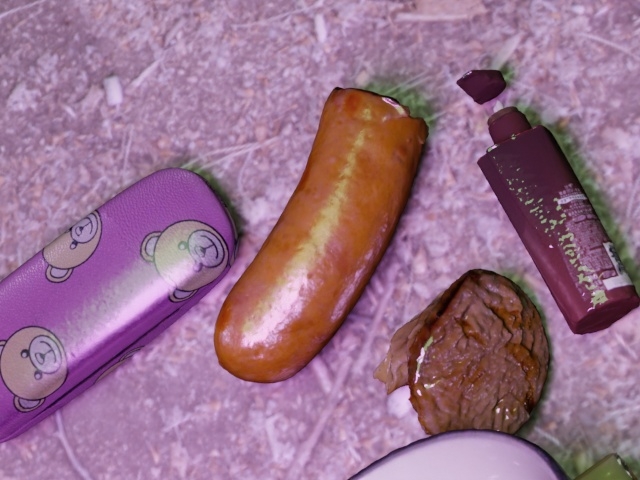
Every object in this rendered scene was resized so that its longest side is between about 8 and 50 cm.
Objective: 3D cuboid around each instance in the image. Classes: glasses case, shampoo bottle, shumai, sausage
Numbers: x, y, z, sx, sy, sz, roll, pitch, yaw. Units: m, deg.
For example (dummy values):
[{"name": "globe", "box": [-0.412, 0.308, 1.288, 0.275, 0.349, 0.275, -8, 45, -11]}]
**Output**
[{"name": "glasses case", "box": [-0.213, 0.059, 1.450, 0.316, 0.076, 0.123, -36, 65, 7]}, {"name": "shampoo bottle", "box": [0.182, -0.038, 1.339, 0.067, 0.068, 0.236, -30, 66, 12]}, {"name": "shumai", "box": [0.120, 0.092, 1.326, 0.123, 0.105, 0.139, 26, 95, -19]}, {"name": "sausage", "box": [0.001, 0.001, 1.379, 0.109, 0.109, 0.271, 26, 84, 24]}]

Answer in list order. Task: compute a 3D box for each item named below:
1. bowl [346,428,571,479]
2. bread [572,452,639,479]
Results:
[{"name": "bowl", "box": [0.089, 0.325, 1.110, 0.354, 0.185, 0.354, -36, 26, 21]}, {"name": "bread", "box": [0.195, 0.264, 1.252, 0.178, 0.060, 0.139, -39, 66, 6]}]
